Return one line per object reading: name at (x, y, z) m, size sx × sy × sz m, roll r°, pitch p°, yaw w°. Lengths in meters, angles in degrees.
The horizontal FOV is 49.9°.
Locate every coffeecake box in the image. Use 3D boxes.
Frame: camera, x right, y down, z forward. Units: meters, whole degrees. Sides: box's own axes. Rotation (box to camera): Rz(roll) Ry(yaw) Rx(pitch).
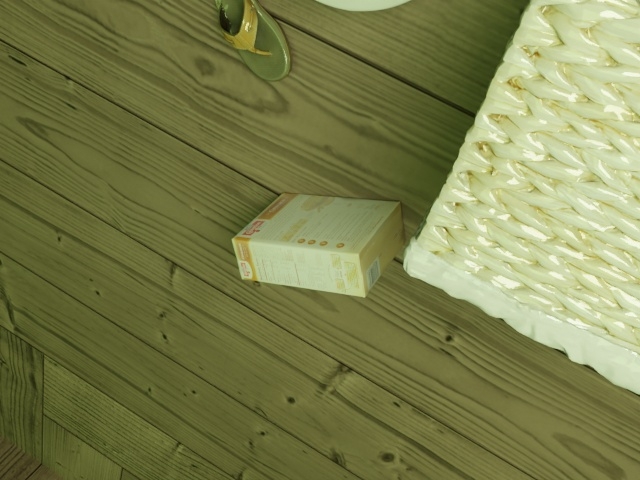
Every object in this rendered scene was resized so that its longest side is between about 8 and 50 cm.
coffeecake box at (0.000, 0.000, 0.925) m, size 0.186 × 0.142 × 0.068 m, roll 7°, pitch 123°, yaw 28°

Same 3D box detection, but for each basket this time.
basket at (0.300, -0.072, 0.578) m, size 0.331 × 0.328 × 0.266 m, roll 28°, pitch 129°, yaw 12°

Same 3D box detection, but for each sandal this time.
sandal at (-0.100, -0.278, 0.858) m, size 0.072 × 0.049 × 0.180 m, roll -13°, pitch 113°, yaw 36°

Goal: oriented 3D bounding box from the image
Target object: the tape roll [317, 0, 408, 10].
tape roll at (0.050, -0.378, 0.669) m, size 0.286 × 0.100 × 0.286 m, roll 15°, pitch 126°, yaw 22°
